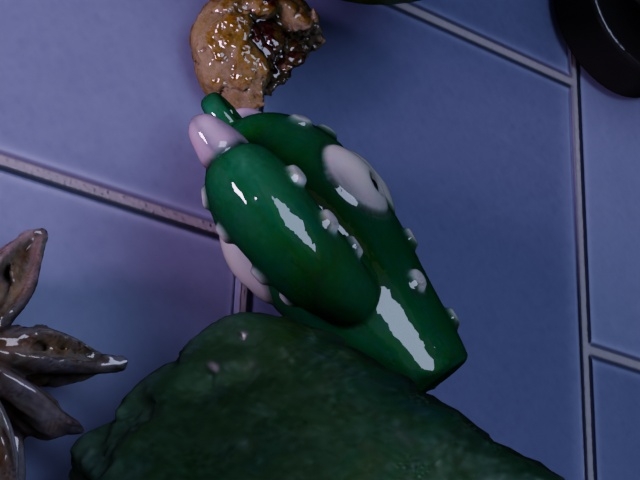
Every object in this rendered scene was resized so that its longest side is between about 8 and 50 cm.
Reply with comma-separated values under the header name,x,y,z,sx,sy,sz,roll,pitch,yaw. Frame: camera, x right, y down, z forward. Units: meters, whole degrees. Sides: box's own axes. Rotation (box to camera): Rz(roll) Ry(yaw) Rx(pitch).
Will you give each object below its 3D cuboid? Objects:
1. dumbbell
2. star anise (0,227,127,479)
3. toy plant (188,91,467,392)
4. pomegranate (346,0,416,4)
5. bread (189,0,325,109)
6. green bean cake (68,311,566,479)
name,x,y,z,sx,sy,sz,roll,pitch,yaw
dumbbell,0.327,-0.232,1.271,0.152,0.218,0.153,15,64,-33
star anise,-0.212,0.063,0.828,0.182,0.065,0.195,41,55,-12
toy plant,-0.002,-0.001,0.950,0.243,0.112,0.232,49,7,-15
pomegranate,-0.009,-0.297,1.055,0.358,0.216,0.310,-21,79,-11
bread,-0.047,-0.145,1.045,0.082,0.060,0.113,49,51,-15
green bean cake,-0.015,0.222,0.779,0.307,0.169,0.300,33,58,26
